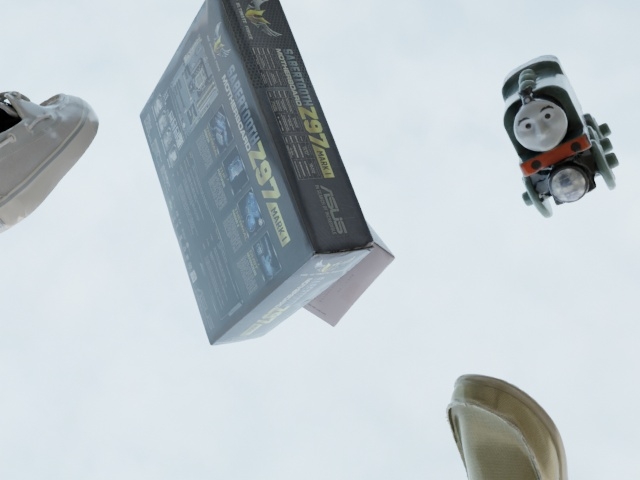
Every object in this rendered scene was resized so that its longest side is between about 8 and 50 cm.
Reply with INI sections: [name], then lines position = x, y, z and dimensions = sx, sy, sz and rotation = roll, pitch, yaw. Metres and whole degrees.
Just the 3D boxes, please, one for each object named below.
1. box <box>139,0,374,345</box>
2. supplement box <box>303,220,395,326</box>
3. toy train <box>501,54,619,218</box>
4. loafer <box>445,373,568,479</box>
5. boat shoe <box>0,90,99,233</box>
[box]
position = -0.063, -0.055, 0.647
dimensions = 0.059, 0.183, 0.232
rotation = -8, -112, -35
[supplement box]
position = 0.000, 0.000, 1.139
dimensions = 0.130, 0.073, 0.239
rotation = -49, -149, 11
[toy train]
position = 0.343, -0.164, 1.203
dimensions = 0.142, 0.190, 0.334
rotation = -26, -168, 23
[loafer]
position = 0.196, 0.255, 0.817
dimensions = 0.102, 0.268, 0.092
rotation = -8, -155, 45
[boat shoe]
position = -0.207, -0.068, 0.548
dimensions = 0.066, 0.063, 0.184
rotation = -18, -151, 20
